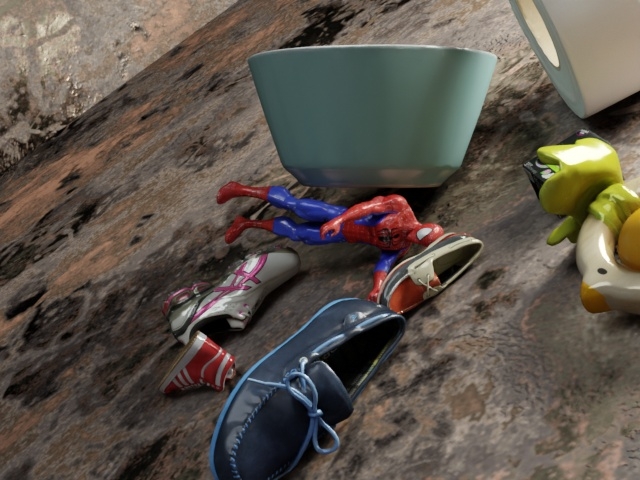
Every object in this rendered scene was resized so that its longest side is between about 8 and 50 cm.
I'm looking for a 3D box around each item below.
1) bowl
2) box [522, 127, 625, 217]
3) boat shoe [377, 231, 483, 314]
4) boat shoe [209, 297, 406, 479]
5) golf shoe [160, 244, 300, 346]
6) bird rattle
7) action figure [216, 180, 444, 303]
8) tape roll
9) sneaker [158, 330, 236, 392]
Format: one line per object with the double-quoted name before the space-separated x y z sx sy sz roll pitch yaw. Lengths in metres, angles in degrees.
"bowl" 0.063 -0.148 1.272 0.312 0.163 0.311 1 3 0
"box" 0.279 -0.076 1.119 0.083 0.052 0.062 -30 27 1
"boat shoe" 0.119 0.038 1.102 0.137 0.049 0.043 -37 28 -22
"boat shoe" -0.009 0.139 0.994 0.089 0.109 0.258 1 43 43
"golf shoe" -0.101 0.075 1.269 0.186 0.067 0.086 -28 61 -9
"bird rattle" 0.328 -0.014 0.935 0.254 0.143 0.207 -3 47 23
"action figure" 0.000 0.000 1.188 0.280 0.091 0.139 5 35 21
"tape roll" 0.296 -0.293 1.222 0.100 0.286 0.286 -28 26 9
"sneaker" -0.142 0.158 1.187 0.118 0.067 0.042 -49 11 44
